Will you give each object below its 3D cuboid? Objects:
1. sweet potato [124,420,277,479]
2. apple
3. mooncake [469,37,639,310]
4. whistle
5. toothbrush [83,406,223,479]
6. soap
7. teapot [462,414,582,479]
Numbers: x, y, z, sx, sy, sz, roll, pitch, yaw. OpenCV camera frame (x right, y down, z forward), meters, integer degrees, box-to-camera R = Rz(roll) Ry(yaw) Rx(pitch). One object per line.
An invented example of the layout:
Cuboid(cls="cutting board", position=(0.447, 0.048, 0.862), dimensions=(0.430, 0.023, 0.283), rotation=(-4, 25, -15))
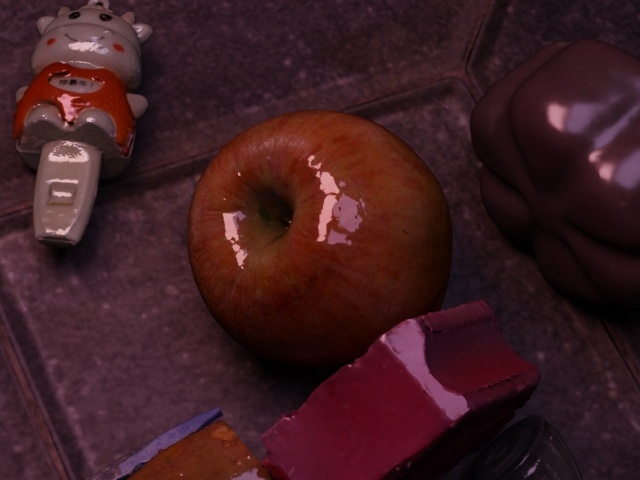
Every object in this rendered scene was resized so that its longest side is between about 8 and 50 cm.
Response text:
Cuboid(cls="sweet potato", position=(-0.173, 0.260, 1.285), dimensions=(0.336, 0.131, 0.131), rotation=(-30, 72, -25))
Cuboid(cls="apple", position=(0.000, 0.000, 1.418), dimensions=(0.211, 0.188, 0.211), rotation=(-6, 76, 24))
Cuboid(cls="mooncake", position=(0.238, -0.052, 1.487), dimensions=(0.133, 0.245, 0.245), rotation=(-35, 74, -19))
Cuboid(cls="whistle", position=(-0.206, -0.108, 1.494), dimensions=(0.101, 0.106, 0.253), rotation=(-11, 57, 28))
Cuboid(cls="toothbrush", position=(-0.241, 0.233, 1.333), dimensions=(0.413, 0.035, 0.042), rotation=(-29, 67, -25))
Cuboid(cls="soap", position=(0.075, 0.127, 1.366), dimensions=(0.099, 0.162, 0.250), rotation=(48, 19, 13))
Cuboid(cls="teapot", position=(0.162, 0.211, 1.421), dimensions=(0.091, 0.124, 0.092), rotation=(45, 18, -7))
